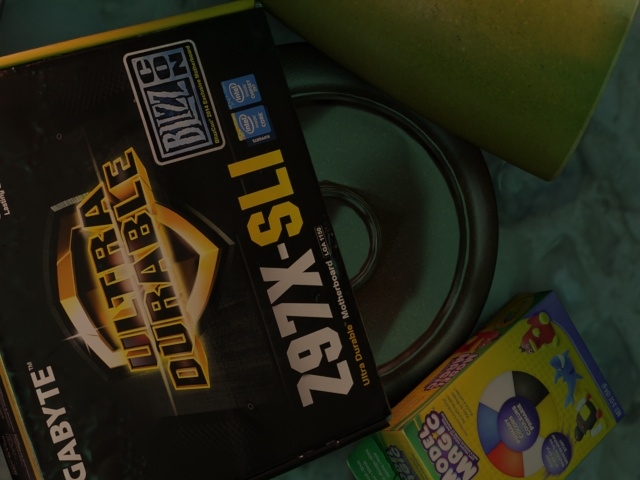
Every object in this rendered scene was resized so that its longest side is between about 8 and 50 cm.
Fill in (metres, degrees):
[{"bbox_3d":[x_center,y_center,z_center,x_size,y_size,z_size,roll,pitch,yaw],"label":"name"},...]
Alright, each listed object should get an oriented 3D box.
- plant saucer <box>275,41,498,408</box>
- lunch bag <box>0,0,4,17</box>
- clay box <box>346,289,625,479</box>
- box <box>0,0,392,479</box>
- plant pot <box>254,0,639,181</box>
[{"bbox_3d":[0.000,0.000,1.021,0.311,0.050,0.310,-1,95,-13],"label":"plant saucer"},{"bbox_3d":[-0.348,-0.244,0.861,0.303,0.115,0.243,14,103,-7],"label":"lunch bag"},{"bbox_3d":[0.132,0.152,1.019,0.222,0.053,0.127,-39,103,-32],"label":"clay box"},{"bbox_3d":[-0.115,0.020,0.890,0.257,0.079,0.322,-19,93,-29],"label":"box"},{"bbox_3d":[0.072,-0.218,0.929,0.293,0.275,0.274,20,91,3],"label":"plant pot"}]
